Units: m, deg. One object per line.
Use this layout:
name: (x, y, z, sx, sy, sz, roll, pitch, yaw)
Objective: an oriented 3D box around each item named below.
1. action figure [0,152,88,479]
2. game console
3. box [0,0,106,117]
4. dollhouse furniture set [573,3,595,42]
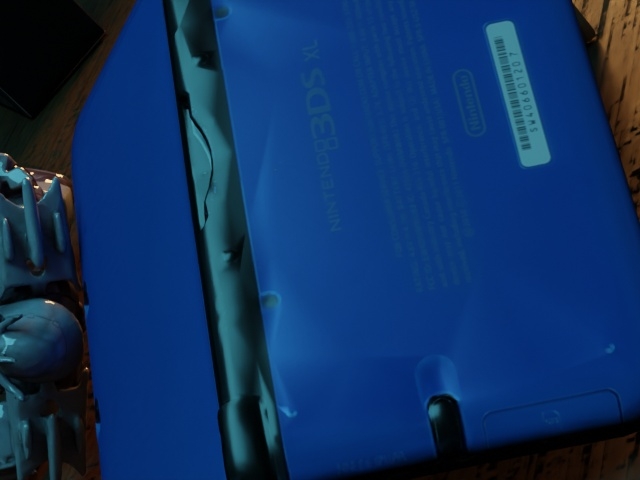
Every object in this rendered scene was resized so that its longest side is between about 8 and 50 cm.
action figure: (-0.179, 0.034, 0.912, 0.285, 0.099, 0.185, -140, 57, -72)
game console: (0.000, 0.000, 0.729, 0.250, 0.173, 0.293, -11, 60, 1)
box: (-0.321, -0.229, 1.310, 0.103, 0.261, 0.184, -51, 29, -12)
dollhouse furniture set: (0.036, -0.164, 0.835, 0.161, 0.182, 0.101, -2, 49, 52)
